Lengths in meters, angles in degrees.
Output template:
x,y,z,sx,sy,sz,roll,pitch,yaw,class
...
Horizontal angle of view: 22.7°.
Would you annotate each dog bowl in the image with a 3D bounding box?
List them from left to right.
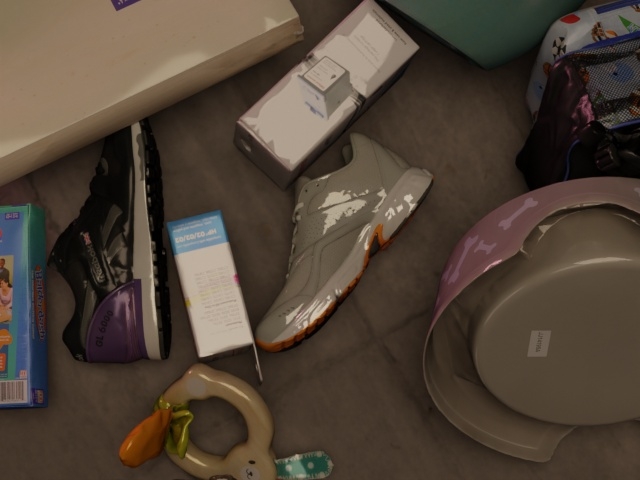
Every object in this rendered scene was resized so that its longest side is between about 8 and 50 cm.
x,y,z,sx,sy,sz,roll,pitch,yaw,class
0.273,0.079,1.590,0.348,0.349,0.102,2,44,-3,dog bowl

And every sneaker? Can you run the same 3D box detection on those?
x,y,z,sx,sy,sz,roll,pitch,yaw,class
-0.229,-0.012,1.673,0.124,0.107,0.283,-4,82,2,sneaker
0.000,0.000,1.692,0.121,0.099,0.262,38,73,4,sneaker

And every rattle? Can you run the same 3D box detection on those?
x,y,z,sx,sy,sz,roll,pitch,yaw,class
-0.089,0.227,1.620,0.199,0.143,0.130,45,98,-3,rattle

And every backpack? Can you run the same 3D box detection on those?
x,y,z,sx,sy,sz,roll,pitch,yaw,class
0.347,-0.130,1.663,0.263,0.276,0.213,-9,69,-8,backpack

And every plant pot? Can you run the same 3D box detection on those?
x,y,z,sx,sy,sz,roll,pitch,yaw,class
0.162,-0.322,1.660,0.293,0.293,0.235,34,96,2,plant pot

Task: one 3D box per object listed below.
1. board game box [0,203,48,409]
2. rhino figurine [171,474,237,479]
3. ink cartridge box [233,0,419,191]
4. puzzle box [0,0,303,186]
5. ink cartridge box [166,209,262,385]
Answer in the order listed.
x,y,z,sx,sy,sz,roll,pitch,yaw,class
-0.366,0.073,1.658,0.160,0.047,0.210,-3,82,12,board game box
-0.047,0.318,1.619,0.243,0.073,0.106,24,50,-31,rhino figurine
0.004,-0.152,1.688,0.082,0.139,0.191,44,82,1,ink cartridge box
-0.254,-0.232,1.682,0.409,0.052,0.272,-26,62,-7,puzzle box
-0.111,0.069,1.664,0.061,0.104,0.181,-14,82,-5,ink cartridge box
